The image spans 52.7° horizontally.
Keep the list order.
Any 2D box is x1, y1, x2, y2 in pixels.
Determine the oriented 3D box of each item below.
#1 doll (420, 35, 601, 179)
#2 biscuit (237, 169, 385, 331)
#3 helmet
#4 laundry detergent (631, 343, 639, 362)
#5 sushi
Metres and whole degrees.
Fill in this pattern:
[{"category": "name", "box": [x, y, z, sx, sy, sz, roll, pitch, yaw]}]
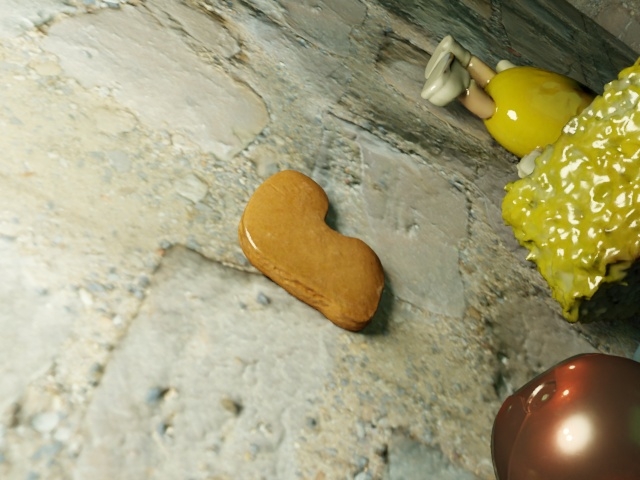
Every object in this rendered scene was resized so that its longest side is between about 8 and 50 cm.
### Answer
[{"category": "doll", "box": [0.379, -0.246, 1.232, 0.423, 0.161, 0.348, 45, 51, 12]}, {"category": "biscuit", "box": [0.000, 0.000, 0.761, 0.192, 0.036, 0.186, 36, 36, -4]}, {"category": "helmet", "box": [0.285, 0.221, 0.652, 0.189, 0.193, 0.216, 37, 80, 1]}, {"category": "laundry detergent", "box": [0.592, 0.145, 0.994, 0.289, 0.143, 0.094, -10, 53, -44]}, {"category": "sushi", "box": [0.503, -0.066, 0.945, 0.351, 0.396, 0.240, 9, 42, -38]}]
